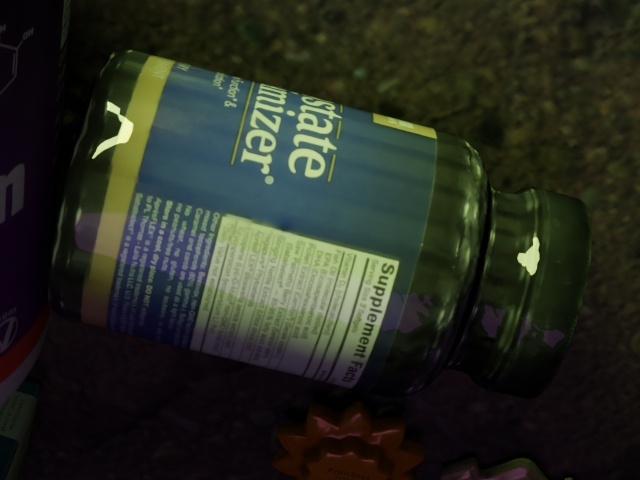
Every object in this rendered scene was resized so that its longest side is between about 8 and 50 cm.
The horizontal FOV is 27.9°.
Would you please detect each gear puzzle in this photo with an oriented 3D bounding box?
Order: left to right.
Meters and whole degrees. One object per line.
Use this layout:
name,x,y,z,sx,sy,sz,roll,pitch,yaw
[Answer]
gear puzzle,0.093,0.209,0.772,0.175,0.044,0.339,-25,121,24

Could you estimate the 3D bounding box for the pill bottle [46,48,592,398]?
pill bottle,0.000,0.000,0.570,0.219,0.123,0.123,14,128,-5

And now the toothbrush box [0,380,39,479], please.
toothbrush box,-0.323,0.148,0.668,0.295,0.216,0.126,16,128,-7

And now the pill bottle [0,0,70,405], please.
pill bottle,-0.189,-0.076,0.496,0.181,0.181,0.323,11,129,-2
